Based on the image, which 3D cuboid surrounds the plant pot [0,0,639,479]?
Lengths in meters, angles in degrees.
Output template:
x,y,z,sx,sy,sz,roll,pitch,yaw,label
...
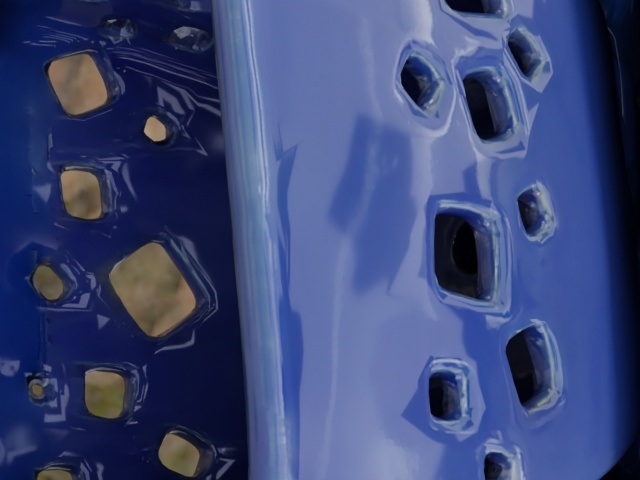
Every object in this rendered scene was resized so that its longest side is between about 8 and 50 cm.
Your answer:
x,y,z,sx,sy,sz,roll,pitch,yaw,label
0.000,0.000,0.649,0.212,0.236,0.236,5,76,-34,plant pot
